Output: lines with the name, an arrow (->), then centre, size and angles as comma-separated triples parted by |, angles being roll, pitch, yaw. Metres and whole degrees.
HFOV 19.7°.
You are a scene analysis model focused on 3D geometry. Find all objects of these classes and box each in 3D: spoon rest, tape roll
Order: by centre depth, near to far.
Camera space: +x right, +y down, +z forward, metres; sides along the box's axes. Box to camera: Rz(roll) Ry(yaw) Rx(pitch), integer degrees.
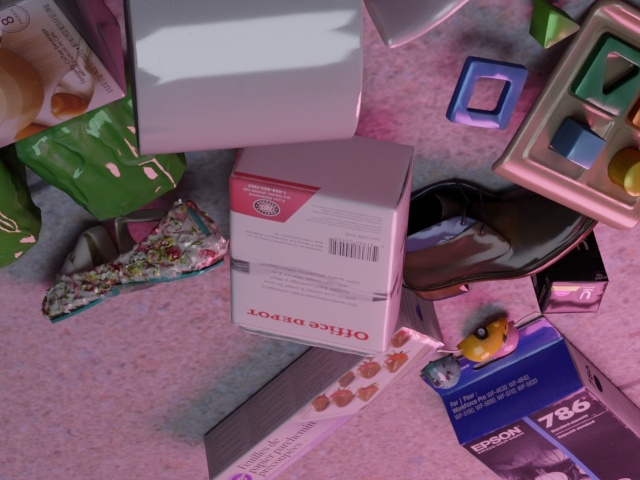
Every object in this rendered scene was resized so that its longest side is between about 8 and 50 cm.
tape roll -> -0.066, -0.191, 1.415 | 0.169, 0.246, 0.246 | -4, 139, -6
spoon rest -> 0.119, -0.259, 1.487 | 0.084, 0.137, 0.276 | -15, 159, -26

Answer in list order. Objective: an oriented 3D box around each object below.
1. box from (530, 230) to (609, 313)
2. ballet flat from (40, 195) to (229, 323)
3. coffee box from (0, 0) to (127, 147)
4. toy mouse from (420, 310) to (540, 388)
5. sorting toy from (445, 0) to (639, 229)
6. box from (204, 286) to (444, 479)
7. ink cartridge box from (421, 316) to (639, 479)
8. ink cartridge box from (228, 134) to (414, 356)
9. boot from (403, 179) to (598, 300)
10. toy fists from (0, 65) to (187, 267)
box -> 0.247, 0.027, 1.860 | 0.062, 0.083, 0.052 | -1, 139, -11
ballet flat -> -0.184, 0.014, 1.753 | 0.241, 0.091, 0.077 | -19, 98, 37
coffee box -> -0.303, -0.146, 1.527 | 0.246, 0.098, 0.141 | -21, 138, 13
toy mouse -> 0.161, 0.124, 1.959 | 0.161, 0.031, 0.143 | -24, 167, -31
sorting toy -> 0.279, -0.106, 1.701 | 0.348, 0.047, 0.196 | 22, 110, -33
box -> -0.001, 0.163, 1.981 | 0.063, 0.067, 0.324 | 24, 128, -35
ink cartridge box -> 0.268, 0.217, 2.105 | 0.165, 0.065, 0.333 | -29, 136, 21
ink cartridge box -> 0.000, 0.000, 1.737 | 0.158, 0.092, 0.218 | 11, 138, 8
boot -> 0.162, -0.014, 1.797 | 0.219, 0.082, 0.106 | -25, 140, 20
toy fists -> -0.263, -0.068, 1.635 | 0.279, 0.096, 0.142 | -22, 149, 11
